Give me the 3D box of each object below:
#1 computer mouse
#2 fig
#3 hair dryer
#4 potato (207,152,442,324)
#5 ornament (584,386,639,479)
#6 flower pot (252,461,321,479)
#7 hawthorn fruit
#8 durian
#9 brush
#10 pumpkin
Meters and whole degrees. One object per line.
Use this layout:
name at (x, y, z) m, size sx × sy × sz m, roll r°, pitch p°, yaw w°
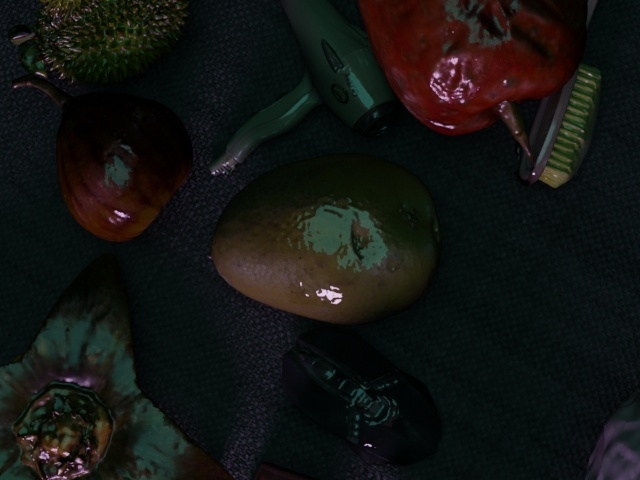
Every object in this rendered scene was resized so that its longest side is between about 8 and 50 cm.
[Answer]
computer mouse at (0.045, 0.168, 1.875) m, size 0.192 × 0.062 × 0.106 m, roll 37°, pitch 87°, yaw 6°
fig at (-0.215, -0.100, 1.880) m, size 0.149 × 0.148 × 0.202 m, roll -9°, pitch 83°, yaw -41°
hair dryer at (-0.036, -0.198, 1.931) m, size 0.225 × 0.088 × 0.219 m, roll -15°, pitch 75°, yaw 18°
potato at (0.000, 0.000, 1.853) m, size 0.251 × 0.159 × 0.174 m, roll -3°, pitch 59°, yaw 13°
ornament at (0.407, 0.271, 1.692) m, size 0.337 × 0.337 × 0.337 m, roll -1°, pitch 83°, yaw 4°
flower pot at (-0.017, 0.328, 1.788) m, size 0.084 × 0.251 × 0.179 m, roll 15°, pitch 84°, yaw -18°
hawthorn fruit at (0.157, -0.245, 1.820) m, size 0.258 × 0.258 × 0.262 m, roll -4°, pitch 59°, yaw 4°
durian at (-0.225, -0.247, 1.908) m, size 0.159 × 0.146 × 0.198 m, roll 32°, pitch 102°, yaw 8°
brush at (0.287, -0.199, 1.906) m, size 0.067 × 0.072 × 0.313 m, roll 20°, pitch 81°, yaw -16°
pumpkin at (-0.262, 0.198, 1.879) m, size 0.258 × 0.095 × 0.290 m, roll -32°, pitch 85°, yaw -3°
